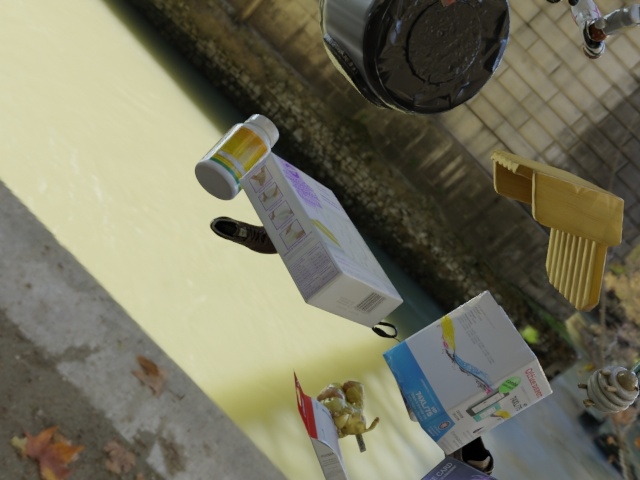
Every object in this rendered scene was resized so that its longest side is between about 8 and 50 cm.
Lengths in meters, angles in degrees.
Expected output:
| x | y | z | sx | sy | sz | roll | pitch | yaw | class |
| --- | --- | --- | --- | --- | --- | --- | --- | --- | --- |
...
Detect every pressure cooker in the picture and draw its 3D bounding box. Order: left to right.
| x | y | z | sx | sy | sz | roll | pitch | yaw | class |
| --- | --- | --- | --- | --- | --- | --- | --- | --- | --- |
| 0.200 | -0.527 | 1.638 | 0.375 | 0.370 | 0.420 | -9 | 35 | -19 | pressure cooker |

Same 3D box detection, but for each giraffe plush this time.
| x | y | z | sx | sy | sz | roll | pitch | yaw | class |
| --- | --- | --- | --- | --- | --- | --- | --- | --- | --- |
| 0.041 | 0.468 | 1.868 | 0.210 | 0.181 | 0.170 | 52 | 5 | 38 | giraffe plush |

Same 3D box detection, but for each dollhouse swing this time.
| x | y | z | sx | sy | sz | roll | pitch | yaw | class |
| --- | --- | --- | --- | --- | --- | --- | --- | --- | --- |
| 0.563 | -0.029 | 1.756 | 0.315 | 0.305 | 0.347 | 16 | 16 | -8 | dollhouse swing |

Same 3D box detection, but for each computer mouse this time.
| x | y | z | sx | sy | sz | roll | pitch | yaw | class |
| --- | --- | --- | --- | --- | --- | --- | --- | --- | --- |
| 0.259 | 0.331 | 2.128 | 0.242 | 0.071 | 0.041 | 37 | -15 | 22 | computer mouse |

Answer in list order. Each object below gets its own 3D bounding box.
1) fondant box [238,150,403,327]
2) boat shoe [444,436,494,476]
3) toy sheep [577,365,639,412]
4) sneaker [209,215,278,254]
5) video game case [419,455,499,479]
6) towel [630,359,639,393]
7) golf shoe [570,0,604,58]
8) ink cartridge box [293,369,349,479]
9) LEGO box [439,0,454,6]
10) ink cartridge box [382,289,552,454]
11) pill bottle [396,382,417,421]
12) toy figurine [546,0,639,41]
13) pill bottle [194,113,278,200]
| x | y | z | sx | sy | sz | roll | pitch | yaw | class |
| --- | --- | --- | --- | --- | --- | --- | --- | --- | --- |
| 0.000 | 0.000 | 1.362 | 0.238 | 0.096 | 0.330 | 28 | 25 | -53 | fondant box |
| 0.468 | 0.701 | 2.147 | 0.355 | 0.132 | 0.130 | 68 | -23 | -3 | boat shoe |
| 0.528 | 0.275 | 1.257 | 0.091 | 0.132 | 0.091 | 14 | 53 | -19 | toy sheep |
| -0.168 | -0.009 | 1.583 | 0.188 | 0.066 | 0.071 | 14 | 4 | 7 | sneaker |
| 0.303 | 0.525 | 1.317 | 0.274 | 0.026 | 0.196 | 14 | 28 | 43 | video game case |
| 0.905 | 0.253 | 1.570 | 0.320 | 0.374 | 0.090 | 13 | 54 | -59 | towel |
| 0.727 | -0.589 | 1.849 | 0.086 | 0.067 | 0.186 | 14 | 60 | -74 | golf shoe |
| 0.000 | 0.437 | 1.623 | 0.189 | 0.066 | 0.232 | -108 | -177 | -70 | ink cartridge box |
| 0.191 | -0.662 | 0.972 | 0.500 | 0.372 | 0.193 | 57 | 10 | 11 | LEGO box |
| 0.316 | 0.285 | 1.475 | 0.198 | 0.270 | 0.197 | 51 | 8 | -48 | ink cartridge box |
| 0.265 | 0.385 | 1.865 | 0.112 | 0.112 | 0.187 | 25 | 38 | -48 | pill bottle |
| 0.578 | -0.526 | 1.382 | 0.209 | 0.213 | 0.148 | 37 | -12 | -17 | toy figurine |
| -0.191 | -0.201 | 1.615 | 0.117 | 0.117 | 0.208 | 43 | 58 | -10 | pill bottle |
